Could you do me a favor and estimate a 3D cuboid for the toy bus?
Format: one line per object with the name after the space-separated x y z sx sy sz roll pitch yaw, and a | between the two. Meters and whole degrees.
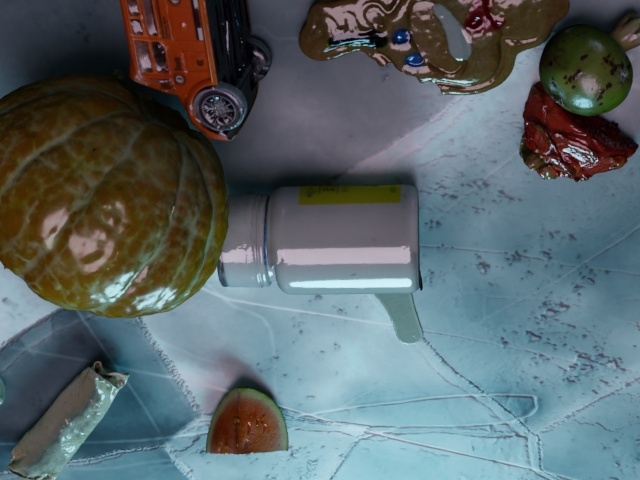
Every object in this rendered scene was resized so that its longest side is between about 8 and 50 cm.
-0.153 -0.280 1.507 0.153 0.143 0.329 3 127 15 | toy bus

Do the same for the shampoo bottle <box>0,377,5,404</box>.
-0.570 0.250 1.962 0.212 0.049 0.072 -24 124 20 | shampoo bottle

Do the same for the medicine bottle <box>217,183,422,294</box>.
0.000 0.000 1.683 0.258 0.143 0.143 -2 125 5 | medicine bottle

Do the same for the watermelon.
-0.117 0.275 1.916 0.125 0.094 0.135 0 122 12 | watermelon

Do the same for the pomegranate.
0.325 -0.213 1.537 0.142 0.114 0.114 -42 115 -2 | pomegranate

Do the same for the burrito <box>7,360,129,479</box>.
-0.376 0.270 1.956 0.082 0.059 0.275 27 123 -22 | burrito

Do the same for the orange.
-0.262 -0.058 1.556 0.329 0.329 0.249 34 102 -18 | orange

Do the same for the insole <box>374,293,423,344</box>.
0.105 0.088 1.821 0.053 0.002 0.153 -14 123 14 | insole

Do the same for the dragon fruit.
0.307 -0.110 1.622 0.162 0.083 0.106 30 124 -18 | dragon fruit

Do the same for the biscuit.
0.132 -0.257 1.555 0.320 0.047 0.183 2 122 5 | biscuit
